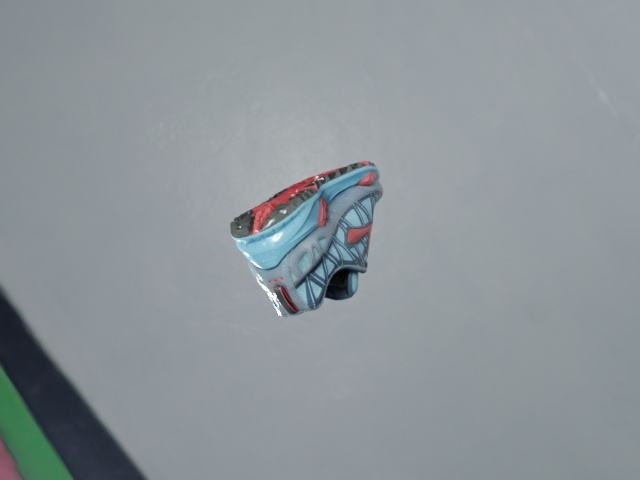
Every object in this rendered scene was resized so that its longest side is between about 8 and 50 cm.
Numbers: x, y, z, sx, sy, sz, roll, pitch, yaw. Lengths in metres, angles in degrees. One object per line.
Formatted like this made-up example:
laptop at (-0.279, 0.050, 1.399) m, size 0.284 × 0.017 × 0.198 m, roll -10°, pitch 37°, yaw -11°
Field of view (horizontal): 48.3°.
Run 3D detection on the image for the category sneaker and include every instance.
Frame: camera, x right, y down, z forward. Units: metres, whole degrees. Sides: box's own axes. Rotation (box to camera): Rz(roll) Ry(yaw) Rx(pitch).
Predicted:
sneaker at (0.000, 0.000, 0.739) m, size 0.262 × 0.104 × 0.125 m, roll -36°, pitch -71°, yaw -58°
